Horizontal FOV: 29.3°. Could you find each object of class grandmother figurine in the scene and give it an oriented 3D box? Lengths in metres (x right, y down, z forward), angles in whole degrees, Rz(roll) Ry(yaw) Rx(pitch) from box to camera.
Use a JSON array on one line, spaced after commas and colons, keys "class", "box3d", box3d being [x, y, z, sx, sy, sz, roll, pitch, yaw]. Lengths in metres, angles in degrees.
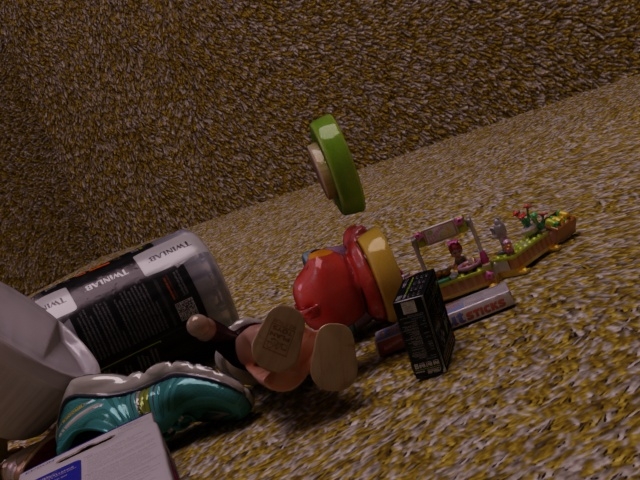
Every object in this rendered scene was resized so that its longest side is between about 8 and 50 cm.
[{"class": "grandmother figurine", "box3d": [-0.066, 0.137, 1.490, 0.104, 0.207, 0.342, -64, 8, -13]}]

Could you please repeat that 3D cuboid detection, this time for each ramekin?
[{"class": "ramekin", "box3d": [-0.441, 0.156, 1.649, 0.127, 0.273, 0.273, -55, 7, 3]}]

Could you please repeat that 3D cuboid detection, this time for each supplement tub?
[{"class": "supplement tub", "box3d": [-0.311, 0.137, 1.895, 0.338, 0.207, 0.207, -25, 8, -17]}]

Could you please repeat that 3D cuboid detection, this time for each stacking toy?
[{"class": "stacking toy", "box3d": [0.000, 0.000, 1.596, 0.130, 0.280, 0.309, -21, -7, -5]}]

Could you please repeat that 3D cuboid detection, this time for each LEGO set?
[{"class": "LEGO set", "box3d": [0.222, 0.000, 1.665, 0.287, 0.107, 0.132, -24, 8, -7]}]

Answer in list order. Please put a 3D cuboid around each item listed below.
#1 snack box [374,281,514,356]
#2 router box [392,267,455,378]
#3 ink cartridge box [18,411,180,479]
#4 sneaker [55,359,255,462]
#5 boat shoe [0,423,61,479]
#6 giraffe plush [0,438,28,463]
[{"class": "snack box", "box3d": [0.152, 0.097, 1.522, 0.178, 0.022, 0.064, -22, 7, 6]}, {"class": "router box", "box3d": [0.119, 0.093, 1.391, 0.038, 0.092, 0.122, -16, 9, 15]}, {"class": "ink cartridge box", "box3d": [-0.233, 0.276, 1.274, 0.175, 0.069, 0.371, -25, 11, -8]}, {"class": "sneaker", "box3d": [-0.206, 0.224, 1.514, 0.275, 0.107, 0.110, -13, 45, 23]}, {"class": "boat shoe", "box3d": [-0.335, 0.274, 1.610, 0.170, 0.063, 0.059, -36, 19, -33]}, {"class": "giraffe plush", "box3d": [-0.503, 0.289, 1.728, 0.210, 0.181, 0.170, -56, -17, 21]}]
